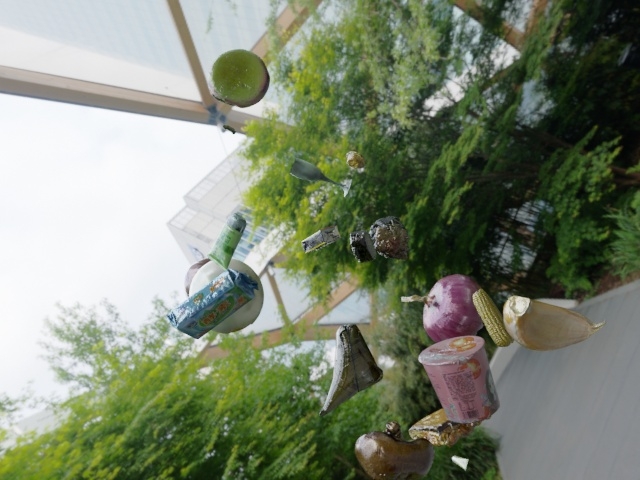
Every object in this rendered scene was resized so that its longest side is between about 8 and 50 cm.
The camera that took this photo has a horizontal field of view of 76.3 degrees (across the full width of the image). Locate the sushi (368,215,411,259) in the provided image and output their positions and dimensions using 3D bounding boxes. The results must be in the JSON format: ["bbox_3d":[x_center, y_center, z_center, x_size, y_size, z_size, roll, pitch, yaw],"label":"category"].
[{"bbox_3d":[0.381,-0.007,2.231,0.219,0.238,0.225,-83,-10,-77],"label":"sushi"}]

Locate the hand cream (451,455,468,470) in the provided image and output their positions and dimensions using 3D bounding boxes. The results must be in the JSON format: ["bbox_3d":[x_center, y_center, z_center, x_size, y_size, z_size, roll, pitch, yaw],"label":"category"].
[{"bbox_3d":[0.446,0.706,1.298,0.102,0.022,0.035,111,-178,-71],"label":"hand cream"}]

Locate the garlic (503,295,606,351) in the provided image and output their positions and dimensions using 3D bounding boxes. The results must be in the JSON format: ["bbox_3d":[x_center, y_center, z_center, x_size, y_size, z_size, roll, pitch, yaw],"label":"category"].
[{"bbox_3d":[0.624,0.226,1.130,0.164,0.244,0.145,101,180,-55],"label":"garlic"}]

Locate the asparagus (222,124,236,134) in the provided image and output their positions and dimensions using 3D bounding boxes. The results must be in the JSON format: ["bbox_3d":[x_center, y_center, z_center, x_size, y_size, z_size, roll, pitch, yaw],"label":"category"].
[{"bbox_3d":[-0.406,-0.496,1.821,0.021,0.025,0.108,-30,-7,13],"label":"asparagus"}]

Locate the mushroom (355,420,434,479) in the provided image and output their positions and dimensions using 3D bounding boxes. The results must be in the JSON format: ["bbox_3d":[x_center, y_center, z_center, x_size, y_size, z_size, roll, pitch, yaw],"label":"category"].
[{"bbox_3d":[0.213,0.630,1.169,0.138,0.231,0.194,-91,8,-60],"label":"mushroom"}]

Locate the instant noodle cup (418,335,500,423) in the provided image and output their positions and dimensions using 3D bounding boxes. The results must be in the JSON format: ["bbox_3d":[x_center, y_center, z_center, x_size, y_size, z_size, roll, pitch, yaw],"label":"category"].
[{"bbox_3d":[0.501,0.489,1.441,0.243,0.243,0.231,-18,-93,-59],"label":"instant noodle cup"}]

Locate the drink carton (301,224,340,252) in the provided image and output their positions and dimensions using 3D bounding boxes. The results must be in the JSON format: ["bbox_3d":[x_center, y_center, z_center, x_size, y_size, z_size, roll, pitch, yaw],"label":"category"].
[{"bbox_3d":[0.000,0.000,1.441,0.071,0.056,0.165,-15,-8,-29],"label":"drink carton"}]

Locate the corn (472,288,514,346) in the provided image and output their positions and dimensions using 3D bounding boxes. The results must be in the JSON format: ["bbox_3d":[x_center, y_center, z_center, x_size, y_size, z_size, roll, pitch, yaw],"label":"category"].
[{"bbox_3d":[0.657,0.299,1.565,0.080,0.231,0.080,-26,-14,-7],"label":"corn"}]

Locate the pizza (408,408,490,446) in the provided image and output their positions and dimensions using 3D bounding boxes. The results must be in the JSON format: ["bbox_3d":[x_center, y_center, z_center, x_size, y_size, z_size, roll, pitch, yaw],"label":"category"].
[{"bbox_3d":[0.592,0.847,1.876,0.408,0.114,0.277,-30,-8,14],"label":"pizza"}]

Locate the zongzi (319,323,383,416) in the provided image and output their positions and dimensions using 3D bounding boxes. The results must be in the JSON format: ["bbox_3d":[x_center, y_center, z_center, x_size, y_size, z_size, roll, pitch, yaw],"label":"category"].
[{"bbox_3d":[0.066,0.490,1.576,0.289,0.260,0.123,-27,-7,-10],"label":"zongzi"}]

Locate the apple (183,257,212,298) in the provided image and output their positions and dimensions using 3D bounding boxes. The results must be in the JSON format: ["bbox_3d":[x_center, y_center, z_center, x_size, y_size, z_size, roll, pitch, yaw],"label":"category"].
[{"bbox_3d":[-0.472,0.217,1.859,0.305,0.305,0.235,-23,-54,-57],"label":"apple"}]

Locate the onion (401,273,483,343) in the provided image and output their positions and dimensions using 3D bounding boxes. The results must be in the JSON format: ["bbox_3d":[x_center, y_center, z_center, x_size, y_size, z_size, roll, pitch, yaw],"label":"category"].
[{"bbox_3d":[0.630,0.333,1.981,0.345,0.358,0.358,19,-85,-30],"label":"onion"}]

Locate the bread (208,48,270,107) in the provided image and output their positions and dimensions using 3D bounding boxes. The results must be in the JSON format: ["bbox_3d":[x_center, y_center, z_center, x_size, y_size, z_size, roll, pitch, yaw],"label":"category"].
[{"bbox_3d":[-0.297,-0.594,1.488,0.228,0.228,0.033,-62,3,-8],"label":"bread"}]

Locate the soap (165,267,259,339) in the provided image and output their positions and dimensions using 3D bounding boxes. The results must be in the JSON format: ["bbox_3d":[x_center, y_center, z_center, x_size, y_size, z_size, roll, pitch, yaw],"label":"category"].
[{"bbox_3d":[-0.338,0.202,1.295,0.293,0.077,0.156,-37,-29,-6],"label":"soap"}]

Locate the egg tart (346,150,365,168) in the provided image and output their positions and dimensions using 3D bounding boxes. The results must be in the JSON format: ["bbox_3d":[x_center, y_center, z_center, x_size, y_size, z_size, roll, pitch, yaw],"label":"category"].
[{"bbox_3d":[0.201,-0.459,2.366,0.049,0.128,0.129,-58,-25,-30],"label":"egg tart"}]

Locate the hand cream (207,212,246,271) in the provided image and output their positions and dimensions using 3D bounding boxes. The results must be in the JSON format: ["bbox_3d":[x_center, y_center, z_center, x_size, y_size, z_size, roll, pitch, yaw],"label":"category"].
[{"bbox_3d":[-0.290,0.001,1.276,0.175,0.095,0.046,-60,-23,9],"label":"hand cream"}]

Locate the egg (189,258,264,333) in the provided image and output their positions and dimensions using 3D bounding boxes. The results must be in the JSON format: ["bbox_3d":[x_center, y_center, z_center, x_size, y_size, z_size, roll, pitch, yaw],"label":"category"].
[{"bbox_3d":[-0.357,0.206,1.554,0.283,0.283,0.345,-56,-8,-21],"label":"egg"}]

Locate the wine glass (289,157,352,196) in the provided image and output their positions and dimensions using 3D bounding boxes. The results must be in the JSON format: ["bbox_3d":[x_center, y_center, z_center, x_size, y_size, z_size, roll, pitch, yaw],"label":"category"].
[{"bbox_3d":[-0.023,-0.246,2.023,0.096,0.309,0.264,128,161,-67],"label":"wine glass"}]

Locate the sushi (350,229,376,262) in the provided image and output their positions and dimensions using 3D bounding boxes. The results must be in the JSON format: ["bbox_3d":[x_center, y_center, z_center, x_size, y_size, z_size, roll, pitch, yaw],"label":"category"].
[{"bbox_3d":[0.166,0.026,1.603,0.150,0.078,0.091,59,-151,-44],"label":"sushi"}]
